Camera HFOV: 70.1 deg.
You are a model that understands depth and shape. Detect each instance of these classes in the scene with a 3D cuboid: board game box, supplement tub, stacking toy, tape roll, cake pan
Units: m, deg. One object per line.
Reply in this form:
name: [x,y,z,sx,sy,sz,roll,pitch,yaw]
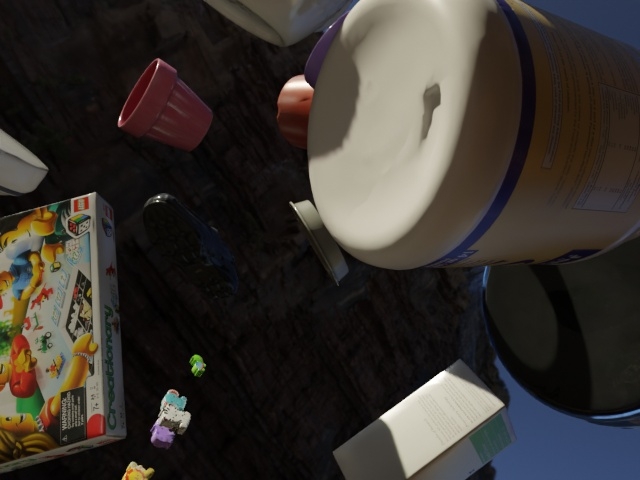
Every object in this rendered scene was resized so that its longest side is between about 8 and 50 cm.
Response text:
board game box: [-0.343,0.102,0.545,0.053,0.193,0.305,76,-3,-64]
supplement tub: [0.180,-0.094,0.453,0.241,0.331,0.240,-2,-93,60]
stacking toy: [-0.294,0.338,0.872,0.052,0.221,0.167,30,-75,-13]
tape roll: [0.060,-0.376,0.949,0.080,0.189,0.189,45,-33,7]
cake pan: [0.000,0.000,1.380,0.293,0.054,0.293,60,-4,7]

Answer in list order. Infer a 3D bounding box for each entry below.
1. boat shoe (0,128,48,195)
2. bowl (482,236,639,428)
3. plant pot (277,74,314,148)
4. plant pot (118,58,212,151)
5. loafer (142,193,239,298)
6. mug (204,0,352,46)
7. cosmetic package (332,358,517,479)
boat shoe: [-0.294,-0.070,0.238,0.096,0.088,0.267,35,3,33]
bowl: [0.425,0.094,0.733,0.391,0.077,0.390,-23,-117,58]
plant pot: [0.042,-0.344,1.239,0.265,0.272,0.272,17,-44,38]
plant pot: [-0.390,-0.332,1.182,0.180,0.201,0.201,30,-20,-34]
loafer: [-0.188,0.005,0.681,0.076,0.078,0.223,-15,-41,10]
mug: [-0.015,-0.438,0.623,0.276,0.328,0.374,34,8,17]
cosmetic package: [0.237,0.465,1.032,0.197,0.366,0.155,57,-5,-40]
